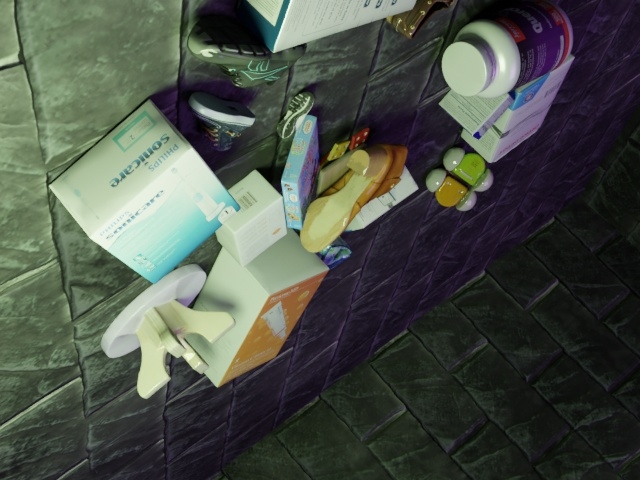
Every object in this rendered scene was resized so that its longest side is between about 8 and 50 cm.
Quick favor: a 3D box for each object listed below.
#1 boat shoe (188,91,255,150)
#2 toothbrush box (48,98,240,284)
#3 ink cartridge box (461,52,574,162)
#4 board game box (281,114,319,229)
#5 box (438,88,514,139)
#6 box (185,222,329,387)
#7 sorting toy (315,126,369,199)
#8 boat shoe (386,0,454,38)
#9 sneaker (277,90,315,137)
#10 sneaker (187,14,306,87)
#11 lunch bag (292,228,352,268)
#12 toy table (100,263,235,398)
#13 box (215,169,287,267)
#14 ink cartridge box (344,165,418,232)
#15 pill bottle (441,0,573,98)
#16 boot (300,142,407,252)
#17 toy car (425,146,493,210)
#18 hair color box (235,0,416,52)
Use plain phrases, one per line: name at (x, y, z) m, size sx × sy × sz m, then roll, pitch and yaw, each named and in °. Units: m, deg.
boat shoe at (-0.184, -0.200, 1.600) m, size 0.083 × 0.065 × 0.183 m, roll -51°, pitch 160°, yaw 16°
toothbrush box at (-0.286, -0.072, 1.570) m, size 0.216 × 0.126 × 0.295 m, roll -42°, pitch 161°, yaw -3°
ink cartridge box at (0.531, -0.389, 2.518) m, size 0.223 × 0.129 × 0.307 m, roll -35°, pitch 159°, yaw -24°
board game box at (-0.040, -0.139, 1.925) m, size 0.211 × 0.039 × 0.160 m, roll 84°, pitch 20°, yaw -66°
box at (0.395, -0.349, 2.337) m, size 0.137 × 0.126 × 0.072 m, roll -48°, pitch 162°, yaw 12°
box at (-0.165, 0.154, 2.205) m, size 0.215 × 0.168 × 0.345 m, roll -22°, pitch 151°, yaw -46°
sorting toy at (0.037, -0.169, 2.123) m, size 0.132 × 0.046 × 0.275 m, roll -35°, pitch 159°, yaw -23°
boat shoe at (0.228, -0.481, 1.826) m, size 0.207 × 0.073 × 0.073 m, roll -44°, pitch 160°, yaw -2°
sneaker at (-0.046, -0.252, 1.819) m, size 0.109 × 0.040 × 0.044 m, roll -50°, pitch 176°, yaw 26°
sneaker at (-0.122, -0.291, 1.486) m, size 0.267 × 0.101 × 0.106 m, roll -12°, pitch 146°, yaw -55°
lunch bag at (0.000, 0.000, 2.272) m, size 0.096 × 0.129 × 0.151 m, roll -51°, pitch 161°, yaw 24°
toy table at (-0.324, 0.198, 2.000) m, size 0.274 × 0.161 × 0.252 m, roll -44°, pitch 160°, yaw 5°
box at (-0.151, -0.044, 1.944) m, size 0.130 × 0.091 × 0.170 m, roll -38°, pitch 159°, yaw -17°
ink cartridge box at (0.129, -0.104, 2.307) m, size 0.190 × 0.082 × 0.139 m, roll -37°, pitch -171°, yaw -22°
pill bottle at (0.430, -0.440, 2.138) m, size 0.322 × 0.181 × 0.182 m, roll -29°, pitch 156°, yaw -37°
boot at (0.089, -0.098, 2.146) m, size 0.211 × 0.104 × 0.295 m, roll -9°, pitch 137°, yaw -58°
toy car at (0.404, -0.188, 2.696) m, size 0.182 × 0.159 × 0.136 m, roll -52°, pitch -166°, yaw 20°
hair color box at (0.039, -0.438, 1.491) m, size 0.347 × 0.105 × 0.174 m, roll -27°, pitch 155°, yaw -39°
